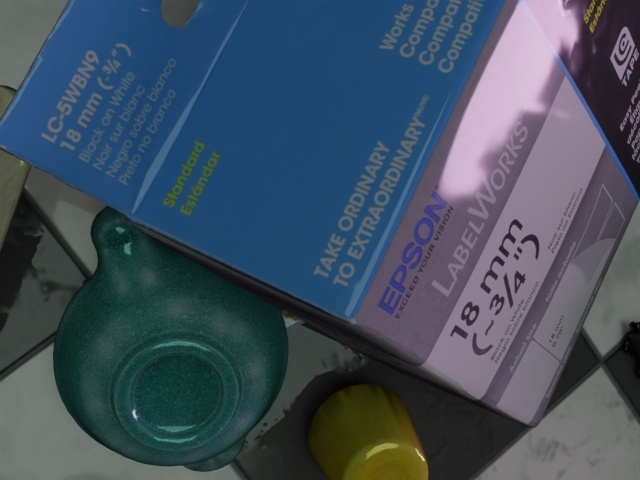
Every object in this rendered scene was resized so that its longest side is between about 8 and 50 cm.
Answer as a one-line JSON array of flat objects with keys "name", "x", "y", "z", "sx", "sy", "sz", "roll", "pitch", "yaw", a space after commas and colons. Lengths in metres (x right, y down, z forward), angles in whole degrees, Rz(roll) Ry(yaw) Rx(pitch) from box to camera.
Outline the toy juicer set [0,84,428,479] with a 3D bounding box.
[{"name": "toy juicer set", "x": -0.110, "y": 0.096, "z": 0.446, "sx": 0.329, "sy": 0.089, "sz": 0.209, "roll": 42, "pitch": 93, "yaw": -20}]

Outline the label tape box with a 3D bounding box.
[{"name": "label tape box", "x": 0.056, "y": -0.062, "z": 0.388, "sx": 0.333, "sy": 0.106, "sz": 0.241, "roll": 34, "pitch": 80, "yaw": -49}]

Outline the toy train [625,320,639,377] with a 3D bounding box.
[{"name": "toy train", "x": 0.269, "y": 0.124, "z": 0.570, "sx": 0.036, "sy": 0.027, "sz": 0.158, "roll": -31, "pitch": 98, "yaw": -16}]

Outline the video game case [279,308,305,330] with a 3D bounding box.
[{"name": "video game case", "x": 0.000, "y": 0.000, "z": 0.507, "sx": 0.122, "sy": 0.011, "sz": 0.087, "roll": -25, "pitch": 97, "yaw": -14}]
